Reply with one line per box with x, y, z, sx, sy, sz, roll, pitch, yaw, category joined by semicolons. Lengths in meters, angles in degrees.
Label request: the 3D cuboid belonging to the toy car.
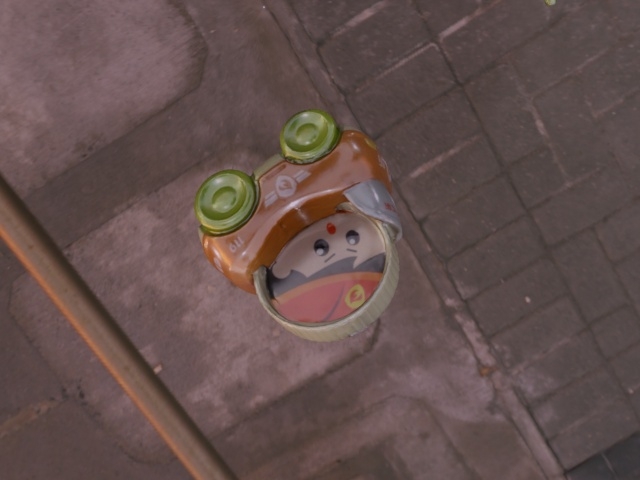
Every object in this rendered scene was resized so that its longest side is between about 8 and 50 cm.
0.000;0.000;0.783;0.235;0.235;0.145;-29;150;5;toy car

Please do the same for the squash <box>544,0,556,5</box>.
0.291;-0.311;0.627;0.395;0.107;0.107;-45;109;-28;squash
